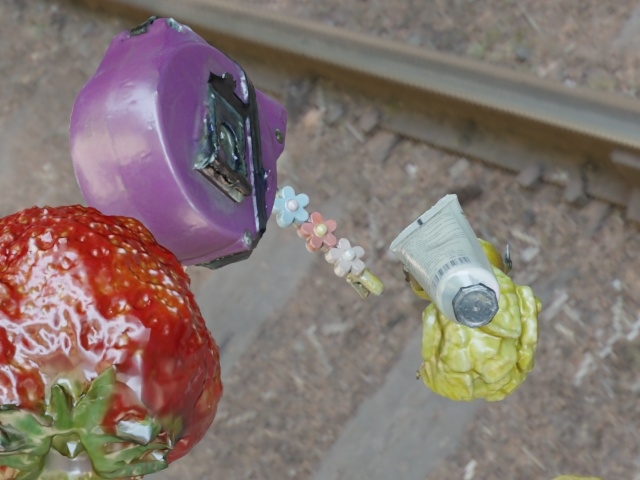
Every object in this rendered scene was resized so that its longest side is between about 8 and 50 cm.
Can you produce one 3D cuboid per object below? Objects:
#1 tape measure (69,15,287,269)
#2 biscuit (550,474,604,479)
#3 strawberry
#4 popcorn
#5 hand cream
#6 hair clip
[{"bbox_3d":[-0.136,-0.101,1.450,0.149,0.231,0.245,-14,57,27],"label":"tape measure"},{"bbox_3d":[0.209,0.260,1.011,0.166,0.036,0.225,-27,48,-15],"label":"biscuit"},{"bbox_3d":[-0.210,0.083,1.203,0.257,0.257,0.277,-24,49,25],"label":"strawberry"},{"bbox_3d":[0.181,0.094,1.706,0.173,0.168,0.195,-18,42,-7],"label":"popcorn"},{"bbox_3d":[0.106,0.017,1.221,0.080,0.050,0.234,-39,18,7],"label":"hand cream"},{"bbox_3d":[0.003,-0.002,1.877,0.062,0.214,0.056,-50,11,-33],"label":"hair clip"}]
